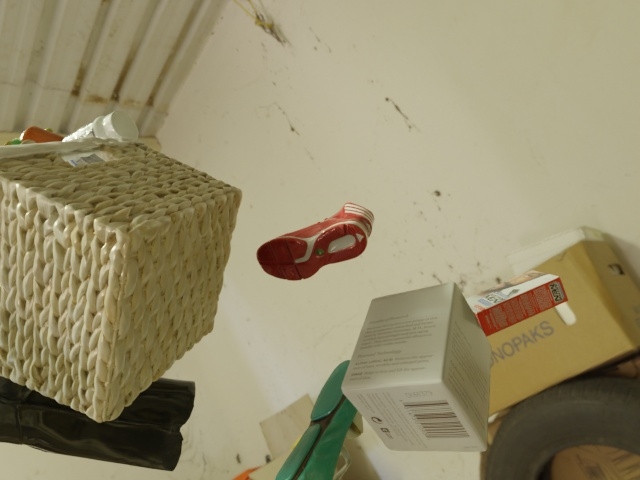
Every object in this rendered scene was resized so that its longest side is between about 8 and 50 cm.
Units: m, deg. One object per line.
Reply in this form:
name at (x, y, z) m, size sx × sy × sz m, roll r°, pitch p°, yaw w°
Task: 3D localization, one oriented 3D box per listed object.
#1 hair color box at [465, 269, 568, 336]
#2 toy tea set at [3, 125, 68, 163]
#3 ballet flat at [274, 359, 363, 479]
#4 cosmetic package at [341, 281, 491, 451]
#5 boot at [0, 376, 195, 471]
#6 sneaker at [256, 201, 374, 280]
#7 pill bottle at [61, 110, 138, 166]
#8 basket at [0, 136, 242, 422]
hair color box at (0.359, 0.116, 0.830) m, size 0.167 × 0.053 × 0.093 m, roll -22°, pitch 5°, yaw -3°
toy tea set at (-0.722, -0.165, 1.043) m, size 0.336 × 0.125 × 0.199 m, roll -99°, pitch 24°, yaw -74°
ballet flat at (0.019, 0.303, 0.689) m, size 0.083 × 0.087 × 0.247 m, roll -36°, pitch 10°, yaw 41°
cosmetic package at (0.152, 0.187, 0.653) m, size 0.152 × 0.151 × 0.183 m, roll -18°, pitch 27°, yaw 33°
boot at (-0.499, 0.303, 1.000) m, size 0.446 × 0.366 × 0.146 m, roll 21°, pitch -16°, yaw -18°
sneaker at (0.000, 0.000, 0.784) m, size 0.221 × 0.086 × 0.128 m, roll -11°, pitch 19°, yaw 29°
pill bottle at (-0.436, -0.199, 0.873) m, size 0.137 × 0.078 × 0.078 m, roll -20°, pitch -14°, yaw 21°
basket at (-0.327, 0.032, 0.702) m, size 0.328 × 0.267 × 0.331 m, roll -44°, pitch -27°, yaw -67°
